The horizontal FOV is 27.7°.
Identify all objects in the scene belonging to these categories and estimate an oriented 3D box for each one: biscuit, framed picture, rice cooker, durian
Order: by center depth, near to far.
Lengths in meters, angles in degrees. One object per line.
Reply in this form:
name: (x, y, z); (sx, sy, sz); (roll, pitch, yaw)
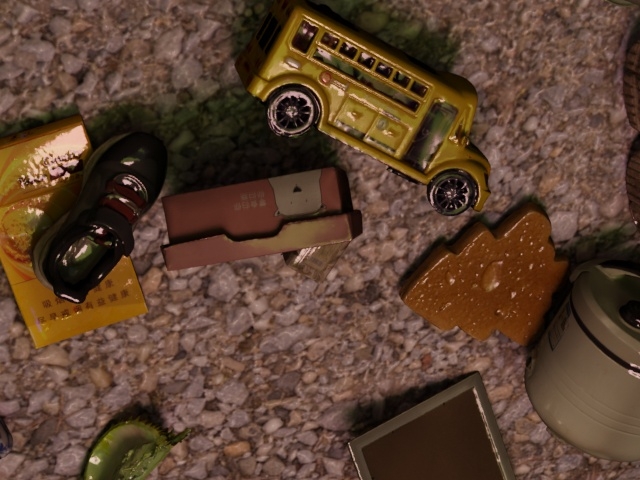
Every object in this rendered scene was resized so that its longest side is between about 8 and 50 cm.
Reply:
rice cooker: (0.397, 0.148, 1.692); (0.226, 0.226, 0.244); (11, 126, -16)
durian: (-0.243, 0.292, 1.703); (0.086, 0.100, 0.215); (34, 111, -26)
biscuit: (0.218, 0.054, 1.722); (0.238, 0.041, 0.212); (-7, 120, -10)
framed picture: (0.172, 0.358, 1.779); (0.231, 0.018, 0.293); (-24, 100, -26)

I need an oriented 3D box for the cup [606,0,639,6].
cup: (0.389, -0.324, 1.529); (0.120, 0.141, 0.120); (-5, 113, -11)

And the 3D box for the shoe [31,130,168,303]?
shoe: (-0.249, -0.019, 1.510); (0.099, 0.112, 0.227); (32, 103, -25)

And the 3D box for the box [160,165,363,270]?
box: (-0.065, -0.027, 1.512); (0.215, 0.215, 0.086); (-10, 91, 6)

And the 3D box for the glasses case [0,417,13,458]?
glasses case: (-0.479, 0.185, 1.615); (0.065, 0.087, 0.248); (-42, 115, -5)

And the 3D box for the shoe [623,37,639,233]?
shoe: (0.508, -0.105, 1.636); (0.198, 0.172, 0.351); (-15, 119, -9)

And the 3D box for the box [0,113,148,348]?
box: (-0.321, -0.008, 1.582); (0.152, 0.043, 0.269); (-18, 116, -7)

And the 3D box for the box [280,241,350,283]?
box: (0.000, 0.000, 1.650); (0.062, 0.045, 0.098); (30, 104, -21)

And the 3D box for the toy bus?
toy bus: (0.070, -0.159, 1.536); (0.331, 0.145, 0.151); (25, 104, -19)
